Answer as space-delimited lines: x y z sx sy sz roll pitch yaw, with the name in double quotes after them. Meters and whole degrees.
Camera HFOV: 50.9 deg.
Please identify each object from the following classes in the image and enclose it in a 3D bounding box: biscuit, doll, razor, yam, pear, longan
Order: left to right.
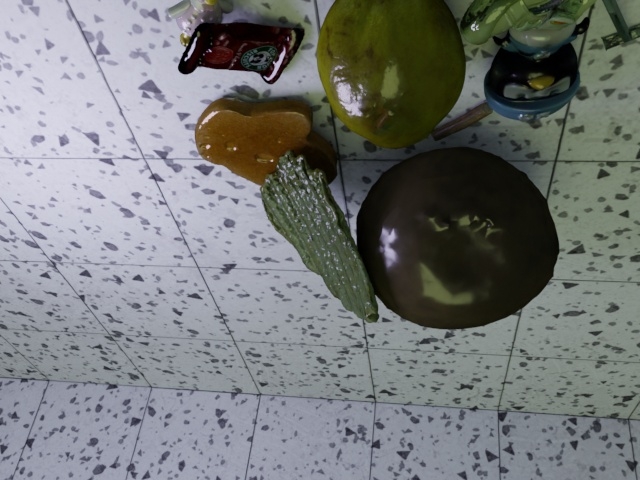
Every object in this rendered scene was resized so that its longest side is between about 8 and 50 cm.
-0.218 -0.437 1.240 0.129 0.081 0.207 -15 164 -24 "doll"
-0.158 -0.369 1.311 0.235 0.063 0.151 -3 162 -32 "biscuit"
-0.111 -0.229 1.551 0.343 0.057 0.287 20 144 -16 "biscuit"
0.127 -0.318 1.217 0.268 0.269 0.321 3 134 8 "pear"
0.288 -0.006 1.489 0.435 0.404 0.404 -8 142 29 "longan"
0.303 -0.254 1.453 0.145 0.032 0.032 -24 134 39 "yam"
0.390 -0.316 1.230 0.177 0.141 0.314 -6 155 9 "doll"
0.508 -0.386 1.155 0.084 0.036 0.211 -18 161 32 "razor"

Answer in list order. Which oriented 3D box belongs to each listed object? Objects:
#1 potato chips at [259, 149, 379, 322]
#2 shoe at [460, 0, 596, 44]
0.000 0.000 1.537 0.430 0.070 0.358 62 160 -9 "potato chips"
0.338 -0.375 1.013 0.262 0.140 0.128 -37 94 13 "shoe"
